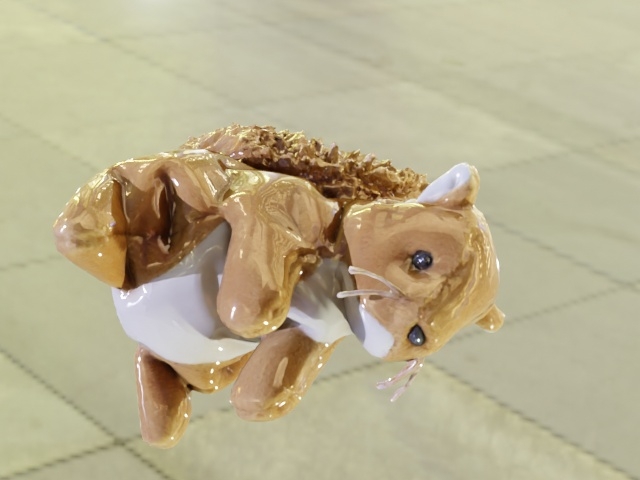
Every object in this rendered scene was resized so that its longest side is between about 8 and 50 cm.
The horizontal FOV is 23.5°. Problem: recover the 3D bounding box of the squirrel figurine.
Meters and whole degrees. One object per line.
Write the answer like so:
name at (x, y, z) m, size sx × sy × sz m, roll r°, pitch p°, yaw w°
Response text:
squirrel figurine at (0.000, 0.000, 1.520) m, size 0.370 × 0.281 × 0.397 m, roll -7°, pitch 27°, yaw 19°
